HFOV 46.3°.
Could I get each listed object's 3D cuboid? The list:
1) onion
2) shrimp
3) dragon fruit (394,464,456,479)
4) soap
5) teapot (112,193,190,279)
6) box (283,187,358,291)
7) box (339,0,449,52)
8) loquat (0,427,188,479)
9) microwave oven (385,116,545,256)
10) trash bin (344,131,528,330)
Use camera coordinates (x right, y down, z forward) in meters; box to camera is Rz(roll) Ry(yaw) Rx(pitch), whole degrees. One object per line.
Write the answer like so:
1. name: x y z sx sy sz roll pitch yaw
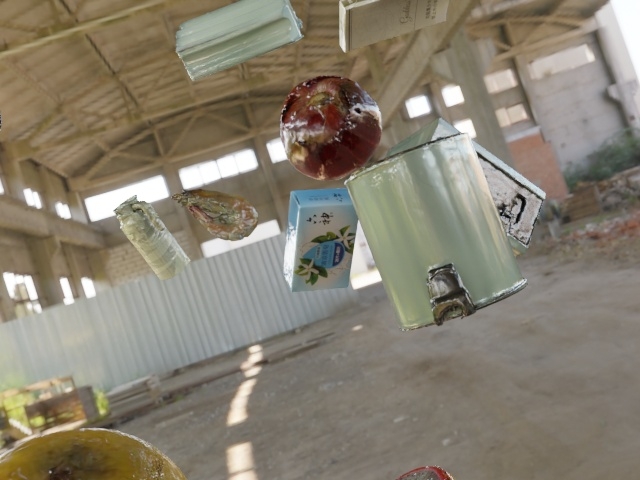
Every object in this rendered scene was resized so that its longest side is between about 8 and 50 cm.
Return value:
1. onion: 0.027 -0.291 1.933 0.276 0.276 0.276 -18 -3 -1
2. shrimp: -0.221 -0.061 1.556 0.190 0.101 0.042 20 -19 3
3. dragon fruit: 0.253 0.721 1.794 0.305 0.225 0.305 -35 13 9
4. soap: -0.171 -0.441 1.599 0.261 0.094 0.150 -18 40 7
5. teapot: -0.380 -0.010 1.704 0.107 0.200 0.077 -12 30 46
6. box: 0.000 0.000 1.705 0.143 0.232 0.083 -3 34 -17
7. box: 0.128 -0.397 1.292 0.198 0.029 0.109 -19 -26 -8
8. loquat: -0.244 0.322 0.759 0.263 0.263 0.263 -18 -3 -1
9. microwave oven: 0.286 -0.096 1.597 0.237 0.295 0.181 -26 35 62
10. trash bin: 0.184 -0.014 1.208 0.217 0.262 0.277 -21 -1 12
